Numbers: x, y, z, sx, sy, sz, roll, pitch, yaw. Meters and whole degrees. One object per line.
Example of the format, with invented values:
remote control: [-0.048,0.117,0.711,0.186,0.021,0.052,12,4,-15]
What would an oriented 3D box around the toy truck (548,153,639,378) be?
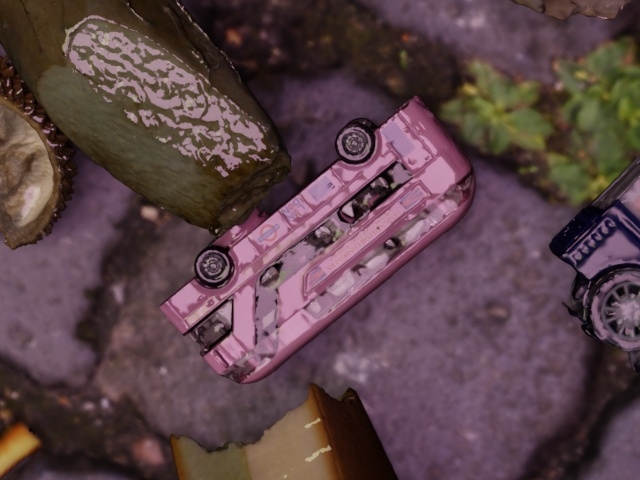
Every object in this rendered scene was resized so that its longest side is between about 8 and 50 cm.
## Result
toy truck: [0.270,0.056,1.092,0.268,0.124,0.155,43,95,0]

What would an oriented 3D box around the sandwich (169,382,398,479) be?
sandwich: [0.007,0.191,1.148,0.108,0.220,0.186,-24,59,11]

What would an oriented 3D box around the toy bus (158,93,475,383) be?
toy bus: [0.000,0.000,1.140,0.203,0.063,0.090,-39,93,8]

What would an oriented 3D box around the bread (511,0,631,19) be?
bread: [0.091,-0.282,1.036,0.192,0.171,0.314,5,98,7]

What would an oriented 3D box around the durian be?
durian: [-0.199,-0.068,1.142,0.110,0.071,0.140,-12,121,21]

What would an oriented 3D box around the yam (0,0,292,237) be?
yam: [-0.126,-0.118,1.092,0.106,0.106,0.259,-38,78,9]
